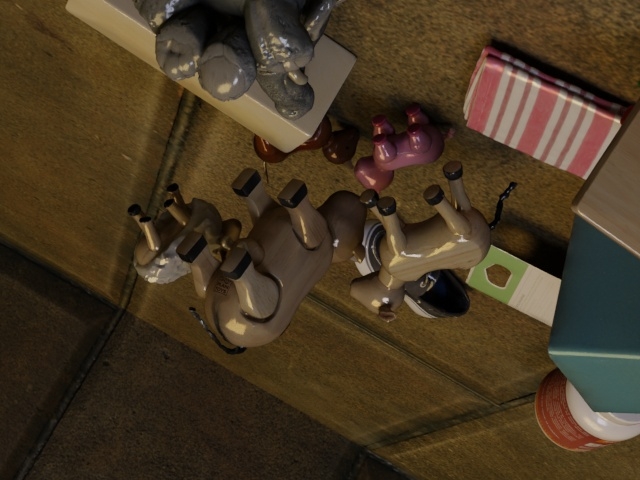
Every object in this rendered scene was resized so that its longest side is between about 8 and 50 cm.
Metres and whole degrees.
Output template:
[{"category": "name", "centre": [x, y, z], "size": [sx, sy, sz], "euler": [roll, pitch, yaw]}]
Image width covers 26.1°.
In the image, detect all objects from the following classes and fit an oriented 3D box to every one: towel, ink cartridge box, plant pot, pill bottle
[{"category": "towel", "centre": [0.227, -0.106, 1.256], "size": [0.197, 0.029, 0.144], "euler": [25, 164, 6]}, {"category": "ink cartridge box", "centre": [0.291, 0.062, 1.591], "size": [0.235, 0.056, 0.171], "euler": [30, 163, 9]}, {"category": "plant pot", "centre": [0.362, 0.069, 1.301], "size": [0.234, 0.165, 0.166], "euler": [2, 155, 30]}, {"category": "pill bottle", "centre": [0.360, 0.201, 1.769], "size": [0.121, 0.121, 0.216], "euler": [29, 164, 0]}]

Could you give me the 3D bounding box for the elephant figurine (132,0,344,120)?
[{"category": "elephant figurine", "centre": [-0.045, -0.210, 1.207], "size": [0.169, 0.186, 0.239], "euler": [58, -154, 5]}]

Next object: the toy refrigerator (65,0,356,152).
[{"category": "toy refrigerator", "centre": [-0.110, -0.206, 1.384], "size": [0.269, 0.102, 0.094], "euler": [32, 164, -12]}]

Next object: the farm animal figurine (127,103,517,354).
[{"category": "farm animal figurine", "centre": [0.000, 0.000, 1.452], "size": [0.330, 0.327, 0.172], "euler": [38, 162, 48]}]

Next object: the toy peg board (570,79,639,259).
[{"category": "toy peg board", "centre": [0.292, -0.051, 1.098], "size": [0.161, 0.161, 0.079], "euler": [34, 179, -13]}]

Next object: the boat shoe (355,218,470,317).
[{"category": "boat shoe", "centre": [0.124, 0.043, 1.779], "size": [0.076, 0.080, 0.228], "euler": [8, 155, 37]}]
